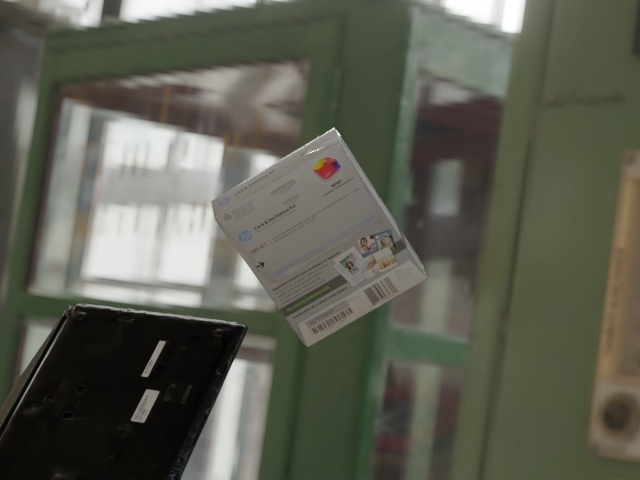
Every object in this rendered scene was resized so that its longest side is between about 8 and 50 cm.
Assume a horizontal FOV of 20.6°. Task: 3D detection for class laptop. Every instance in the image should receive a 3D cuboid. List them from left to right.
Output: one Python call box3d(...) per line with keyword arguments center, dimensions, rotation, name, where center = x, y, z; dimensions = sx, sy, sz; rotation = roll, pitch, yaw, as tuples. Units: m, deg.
box3d(center=(-0.211, 0.182, 1.524), dimensions=(0.264, 0.234, 0.136), rotation=(6, -45, 18), name="laptop")

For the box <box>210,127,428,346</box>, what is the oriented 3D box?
box3d(center=(0.000, 0.000, 1.751), dimensions=(0.186, 0.145, 0.038), rotation=(55, 8, -31), name="box")
